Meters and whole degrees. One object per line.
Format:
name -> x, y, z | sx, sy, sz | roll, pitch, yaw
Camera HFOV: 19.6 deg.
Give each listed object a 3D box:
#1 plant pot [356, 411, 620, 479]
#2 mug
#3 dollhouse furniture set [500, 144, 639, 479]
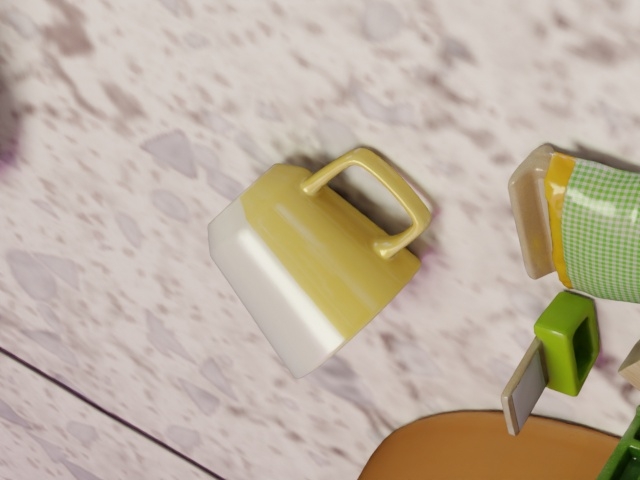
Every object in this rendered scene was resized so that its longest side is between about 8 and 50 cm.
plant pot -> 0.093, 0.239, 0.750 | 0.291, 0.203, 0.291 | 27, 149, 18
mug -> -0.002, 0.001, 0.673 | 0.064, 0.078, 0.062 | 47, -178, -2
dollhouse furniture set -> 0.098, 0.043, 0.612 | 0.076, 0.058, 0.151 | 17, 145, 29
